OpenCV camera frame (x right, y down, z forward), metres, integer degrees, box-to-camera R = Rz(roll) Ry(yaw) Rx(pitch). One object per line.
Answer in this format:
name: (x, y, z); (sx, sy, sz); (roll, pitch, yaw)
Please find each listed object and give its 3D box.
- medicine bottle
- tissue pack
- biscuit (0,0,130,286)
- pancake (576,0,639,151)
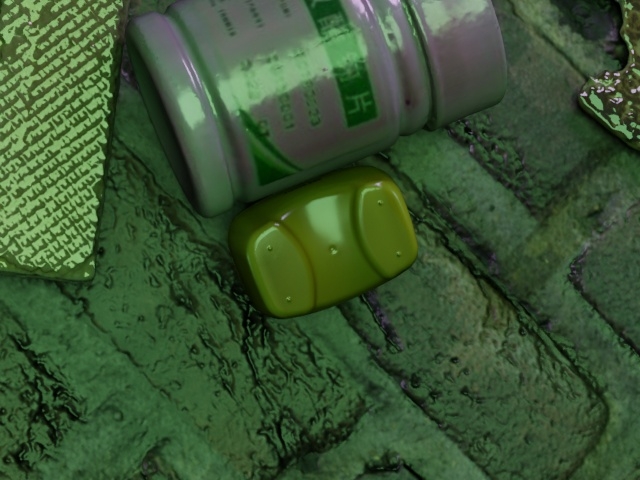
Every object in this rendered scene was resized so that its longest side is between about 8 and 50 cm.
medicine bottle: (-0.006, -0.172, 1.585); (0.325, 0.212, 0.212); (-21, 89, -9)
tissue pack: (0.000, 0.000, 1.617); (0.178, 0.127, 0.123); (-22, 102, -8)
biscuit: (-0.266, -0.173, 1.613); (0.144, 0.078, 0.426); (8, 83, -7)
pancake: (0.382, -0.231, 1.740); (0.286, 0.033, 0.288); (-39, 91, -8)
